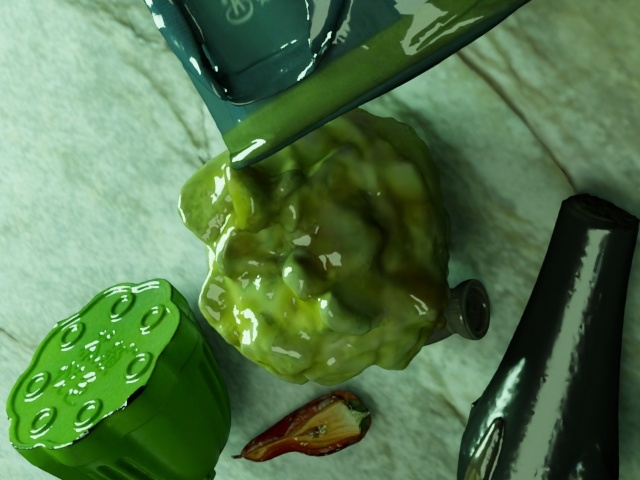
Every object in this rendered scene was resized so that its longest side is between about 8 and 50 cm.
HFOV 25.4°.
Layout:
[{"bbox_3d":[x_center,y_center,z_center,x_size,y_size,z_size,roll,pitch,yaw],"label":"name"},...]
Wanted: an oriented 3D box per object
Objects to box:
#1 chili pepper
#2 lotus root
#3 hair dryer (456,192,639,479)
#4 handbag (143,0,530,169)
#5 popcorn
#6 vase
[{"bbox_3d":[-0.013,0.158,1.164,0.178,0.027,0.045,-30,95,43],"label":"chili pepper"},{"bbox_3d":[-0.139,0.150,1.170,0.186,0.186,0.186,18,128,25],"label":"lotus root"},{"bbox_3d":[0.223,0.168,0.881,0.359,0.120,0.303,43,130,44],"label":"hair dryer"},{"bbox_3d":[0.004,-0.201,0.782,0.263,0.222,0.241,-29,95,45],"label":"handbag"},{"bbox_3d":[-0.001,0.000,0.940,0.167,0.187,0.185,-8,118,15],"label":"popcorn"},{"bbox_3d":[0.068,0.052,1.019,0.101,0.053,0.053,-5,115,33],"label":"vase"}]
